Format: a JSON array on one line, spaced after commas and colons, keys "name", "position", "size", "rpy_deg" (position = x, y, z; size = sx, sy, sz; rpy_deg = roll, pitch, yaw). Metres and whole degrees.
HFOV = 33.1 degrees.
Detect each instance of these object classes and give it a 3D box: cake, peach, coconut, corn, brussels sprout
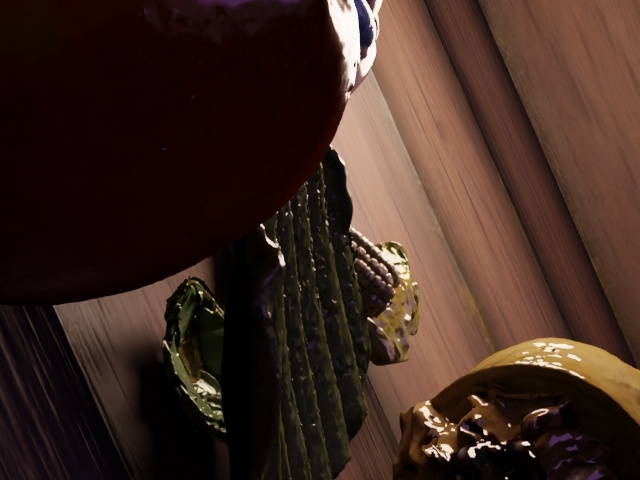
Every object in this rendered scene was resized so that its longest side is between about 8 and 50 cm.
[{"name": "cake", "position": [0.228, 0.293, 1.189], "size": [0.321, 0.332, 0.332], "rpy_deg": [-24, 91, -60]}, {"name": "peach", "position": [-0.152, -0.113, 0.694], "size": [0.372, 0.372, 0.290], "rpy_deg": [35, 28, -50]}, {"name": "coconut", "position": [-0.096, 0.117, 0.985], "size": [0.133, 0.055, 0.158], "rpy_deg": [22, 51, -59]}, {"name": "corn", "position": [0.000, 0.000, 1.192], "size": [0.211, 0.087, 0.087], "rpy_deg": [46, 24, 5]}, {"name": "brussels sprout", "position": [0.053, 0.068, 1.291], "size": [0.139, 0.100, 0.181], "rpy_deg": [18, 59, -50]}]

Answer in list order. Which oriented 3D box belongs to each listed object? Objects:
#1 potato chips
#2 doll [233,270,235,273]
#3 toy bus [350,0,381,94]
[{"name": "potato chips", "position": [-0.016, 0.088, 0.962], "size": [0.358, 0.070, 0.429], "rpy_deg": [-67, 156, -55]}, {"name": "doll", "position": [-0.040, 0.065, 1.135], "size": [0.110, 0.067, 0.206], "rpy_deg": [-28, 91, -54]}, {"name": "toy bus", "position": [-0.041, -0.227, 1.186], "size": [0.197, 0.231, 0.294], "rpy_deg": [56, 25, -22]}]
